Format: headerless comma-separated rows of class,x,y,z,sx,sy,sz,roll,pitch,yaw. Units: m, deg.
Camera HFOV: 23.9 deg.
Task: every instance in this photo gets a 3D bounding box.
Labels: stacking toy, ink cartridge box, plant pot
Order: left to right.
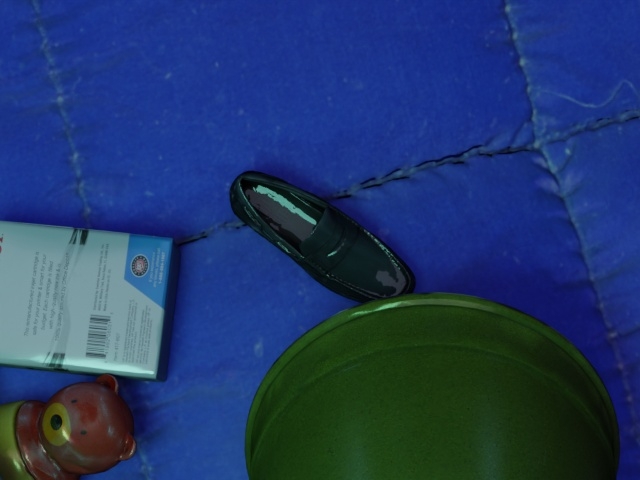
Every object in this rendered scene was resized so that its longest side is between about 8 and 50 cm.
stacking toy,-0.238,0.281,1.431,0.130,0.279,0.309,-26,81,16
ink cartridge box,-0.257,0.065,1.576,0.203,0.086,0.148,6,82,2
plant pot,0.099,0.293,1.328,0.366,0.353,0.366,2,119,3

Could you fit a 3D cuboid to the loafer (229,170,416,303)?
loafer,0.000,0.000,1.589,0.223,0.078,0.076,33,83,5
